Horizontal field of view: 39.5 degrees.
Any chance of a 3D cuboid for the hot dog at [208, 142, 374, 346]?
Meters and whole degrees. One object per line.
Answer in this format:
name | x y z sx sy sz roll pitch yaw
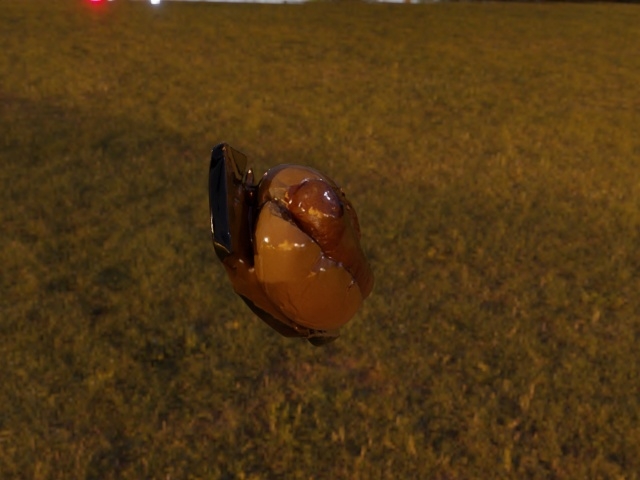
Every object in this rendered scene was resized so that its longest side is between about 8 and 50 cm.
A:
hot dog | -0.001 0.005 0.962 0.107 0.194 0.326 -7 -13 18
